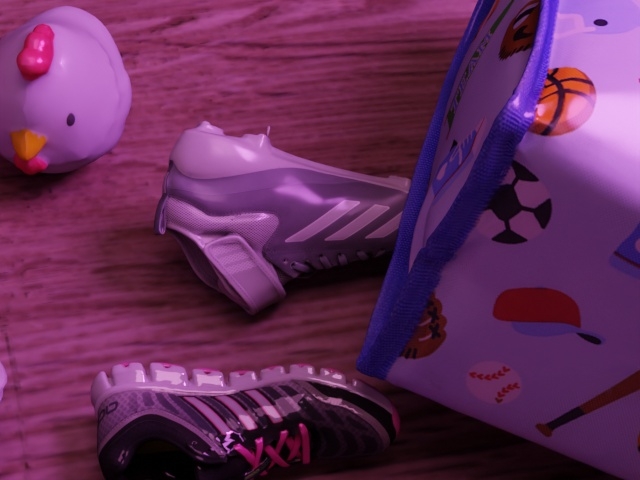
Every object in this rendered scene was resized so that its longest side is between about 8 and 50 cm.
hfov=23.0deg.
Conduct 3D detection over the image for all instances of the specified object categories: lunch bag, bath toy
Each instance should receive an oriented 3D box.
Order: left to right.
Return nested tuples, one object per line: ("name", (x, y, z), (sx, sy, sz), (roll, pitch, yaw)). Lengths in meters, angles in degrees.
("bath toy", (-0.291, -0.099, 0.944), (0.348, 0.129, 0.151), (6, 83, -1))
("lunch bag", (0.233, -0.057, 0.890), (0.328, 0.239, 0.385), (26, 40, -4))

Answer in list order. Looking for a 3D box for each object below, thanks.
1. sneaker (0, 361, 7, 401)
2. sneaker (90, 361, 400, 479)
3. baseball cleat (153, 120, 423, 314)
("sneaker", (-0.346, 0.030, 0.806), (0.366, 0.135, 0.150), (34, 95, 13))
("sneaker", (-0.043, 0.110, 0.842), (0.170, 0.063, 0.075), (3, 49, 2))
("baseball cleat", (0.000, 0.000, 0.945), (0.206, 0.072, 0.109), (17, 85, -13))
